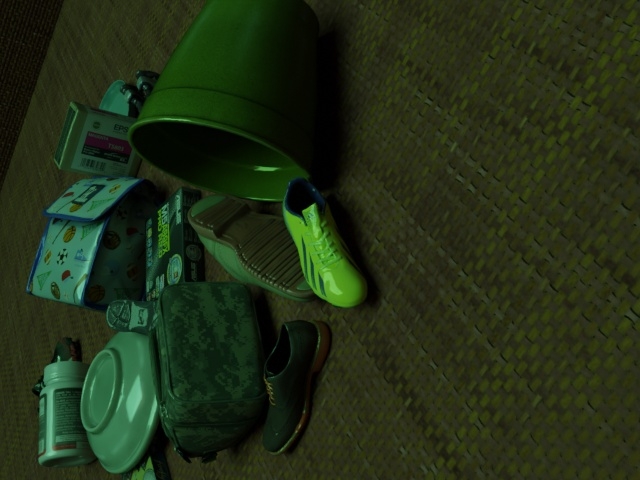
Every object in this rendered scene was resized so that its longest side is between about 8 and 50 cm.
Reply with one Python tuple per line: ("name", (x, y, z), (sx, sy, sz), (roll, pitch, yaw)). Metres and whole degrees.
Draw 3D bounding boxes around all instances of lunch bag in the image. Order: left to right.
("lunch bag", (-0.631, 0.001, 2.050), (0.328, 0.239, 0.385), (6, 77, 41))
("lunch bag", (-0.240, 0.272, 1.497), (0.256, 0.213, 0.305), (110, 151, -48))

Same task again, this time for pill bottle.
("pill bottle", (-0.746, 0.513, 2.145), (0.161, 0.161, 0.283), (-37, 52, 42))

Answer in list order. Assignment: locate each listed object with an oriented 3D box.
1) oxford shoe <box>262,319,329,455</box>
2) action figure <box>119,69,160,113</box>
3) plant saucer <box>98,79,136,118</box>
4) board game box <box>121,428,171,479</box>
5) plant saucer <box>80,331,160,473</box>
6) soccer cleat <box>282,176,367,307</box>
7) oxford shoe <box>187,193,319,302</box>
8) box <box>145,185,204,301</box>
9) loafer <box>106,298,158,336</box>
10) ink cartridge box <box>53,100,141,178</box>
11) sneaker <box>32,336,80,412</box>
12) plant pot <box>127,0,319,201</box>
("oxford shoe", (-0.073, 0.271, 1.349), (0.097, 0.098, 0.271), (25, 101, 54))
("action figure", (-0.491, -0.379, 2.107), (0.185, 0.099, 0.285), (-47, 49, 26))
("plant saucer", (-0.683, -0.372, 2.405), (0.318, 0.044, 0.317), (-18, 67, 50))
("board game box", (-0.449, 0.567, 1.827), (0.165, 0.042, 0.243), (-57, 41, 26))
("plant saucer", (-0.530, 0.391, 1.870), (0.401, 0.101, 0.400), (-28, 53, 45))
("soccer cleat", (-0.001, 0.000, 1.298), (0.121, 0.094, 0.289), (83, 164, -47))
("oxford shoe", (-0.115, 0.032, 1.480), (0.397, 0.140, 0.146), (34, 152, 42))
("box", (-0.379, 0.027, 1.866), (0.216, 0.060, 0.269), (-32, 56, 46))
("loafer", (-0.392, 0.199, 1.789), (0.303, 0.095, 0.109), (8, 86, 30))
("ink cartridge box", (-0.653, -0.289, 2.177), (0.088, 0.235, 0.193), (43, 116, 49))
("sneaker", (-0.852, 0.442, 2.332), (0.098, 0.135, 0.275), (-29, 57, 49))
("plant pot", (-0.155, -0.308, 1.449), (0.367, 0.367, 0.352), (-9, 63, 52))
